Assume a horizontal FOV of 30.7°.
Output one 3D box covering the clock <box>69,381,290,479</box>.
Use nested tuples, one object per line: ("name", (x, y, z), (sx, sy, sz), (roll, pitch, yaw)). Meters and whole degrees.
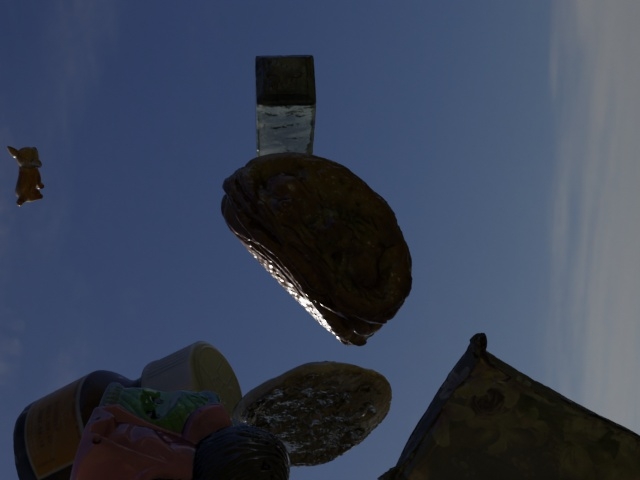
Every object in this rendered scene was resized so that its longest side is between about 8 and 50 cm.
("clock", (-0.124, 0.204, 1.102), (0.194, 0.196, 0.100), (-79, -1, -75))

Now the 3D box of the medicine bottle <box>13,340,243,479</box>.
("medicine bottle", (-0.333, 0.335, 2.092), (0.242, 0.395, 0.242), (57, -161, -33))

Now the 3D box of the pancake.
("pancake", (-0.018, 0.273, 1.818), (0.282, 0.282, 0.049), (67, -174, -51))

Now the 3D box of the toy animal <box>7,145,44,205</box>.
("toy animal", (-0.454, -0.104, 1.788), (0.083, 0.060, 0.081), (94, -162, -46))

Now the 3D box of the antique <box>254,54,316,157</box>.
("antique", (-0.052, -0.193, 1.697), (0.183, 0.086, 0.088), (96, 171, -65))

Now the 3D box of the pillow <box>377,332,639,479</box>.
("pillow", (0.193, 0.194, 0.968), (0.169, 0.255, 0.059), (-61, 1, 8))

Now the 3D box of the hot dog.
("hot dog", (0.000, 0.000, 1.461), (0.272, 0.122, 0.196), (49, -133, -8))
